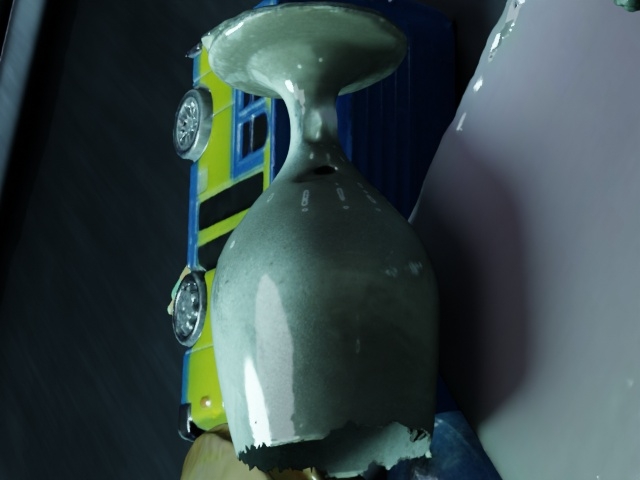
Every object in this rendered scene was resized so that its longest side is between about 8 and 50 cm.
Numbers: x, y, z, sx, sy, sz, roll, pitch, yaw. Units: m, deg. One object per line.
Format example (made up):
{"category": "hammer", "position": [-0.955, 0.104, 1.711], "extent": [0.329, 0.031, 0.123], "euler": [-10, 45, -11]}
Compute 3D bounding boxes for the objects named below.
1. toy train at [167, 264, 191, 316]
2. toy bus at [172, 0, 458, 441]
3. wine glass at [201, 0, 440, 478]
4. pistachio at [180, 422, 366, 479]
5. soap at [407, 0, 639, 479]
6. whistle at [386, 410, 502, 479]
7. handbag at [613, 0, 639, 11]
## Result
{"category": "toy train", "position": [-0.095, 0.028, 1.251], "extent": [0.103, 0.044, 0.064], "euler": [-59, 34, 31]}
{"category": "toy bus", "position": [-0.005, -0.009, 1.009], "extent": [0.175, 0.138, 0.288], "euler": [-22, 64, 58]}
{"category": "wine glass", "position": [0.000, 0.000, 0.813], "extent": [0.126, 0.126, 0.241], "euler": [-31, 58, 54]}
{"category": "pistachio", "position": [-0.028, 0.204, 0.928], "extent": [0.212, 0.162, 0.261], "euler": [43, 145, 28]}
{"category": "soap", "position": [0.166, 0.001, 0.740], "extent": [0.285, 0.107, 0.296], "euler": [-64, 34, 29]}
{"category": "whistle", "position": [0.089, 0.143, 0.863], "extent": [0.158, 0.090, 0.090], "euler": [13, 95, 60]}
{"category": "handbag", "position": [0.202, -0.230, 0.611], "extent": [0.079, 0.260, 0.247], "euler": [39, 126, 5]}
